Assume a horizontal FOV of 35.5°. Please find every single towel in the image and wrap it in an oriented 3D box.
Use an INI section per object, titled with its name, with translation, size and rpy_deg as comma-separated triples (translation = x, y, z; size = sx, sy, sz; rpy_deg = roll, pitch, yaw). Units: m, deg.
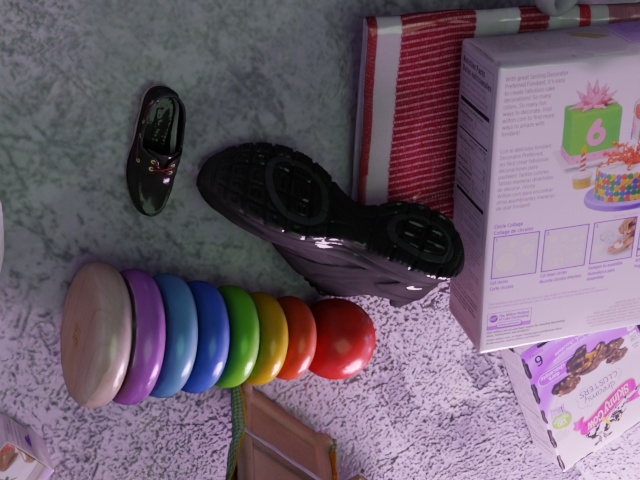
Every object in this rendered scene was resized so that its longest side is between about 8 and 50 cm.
[towel]
translation = 0.198, -0.134, 1.076
size = 0.329, 0.037, 0.237
rpy_deg = -6, 120, -15

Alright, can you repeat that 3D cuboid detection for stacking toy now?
[stacking toy]
translation = -0.090, 0.104, 1.034
size = 0.330, 0.141, 0.141
rpy_deg = 6, 106, -30

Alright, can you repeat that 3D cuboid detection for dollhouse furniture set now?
[dollhouse furniture set]
translation = -0.032, 0.325, 1.111
size = 0.151, 0.197, 0.301
rpy_deg = -41, 116, 18

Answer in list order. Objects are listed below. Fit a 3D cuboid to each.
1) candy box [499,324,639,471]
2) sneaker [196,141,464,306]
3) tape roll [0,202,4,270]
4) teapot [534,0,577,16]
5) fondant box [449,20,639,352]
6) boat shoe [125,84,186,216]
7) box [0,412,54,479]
[candy box]
translation = 0.326, 0.164, 1.254
size = 0.164, 0.070, 0.196
rpy_deg = -30, 117, -11
[sneaker]
translation = 0.000, 0.000, 1.038
size = 0.286, 0.109, 0.130
rpy_deg = 25, 141, -10
[tape roll]
translation = -0.423, -0.010, 0.862
size = 0.286, 0.100, 0.286
rpy_deg = -8, 112, -20
[teapot]
translation = 0.324, -0.360, 0.999
size = 0.256, 0.253, 0.187
rpy_deg = -5, 149, 1
[fondant box]
translation = 0.269, -0.056, 1.065
size = 0.238, 0.096, 0.330
rpy_deg = -8, 121, -12
[boat shoe]
translation = -0.161, -0.084, 0.979
size = 0.049, 0.042, 0.133
rpy_deg = 2, 109, -26
[box]
translation = -0.402, 0.320, 1.010
size = 0.324, 0.067, 0.063
rpy_deg = -48, 119, -2
